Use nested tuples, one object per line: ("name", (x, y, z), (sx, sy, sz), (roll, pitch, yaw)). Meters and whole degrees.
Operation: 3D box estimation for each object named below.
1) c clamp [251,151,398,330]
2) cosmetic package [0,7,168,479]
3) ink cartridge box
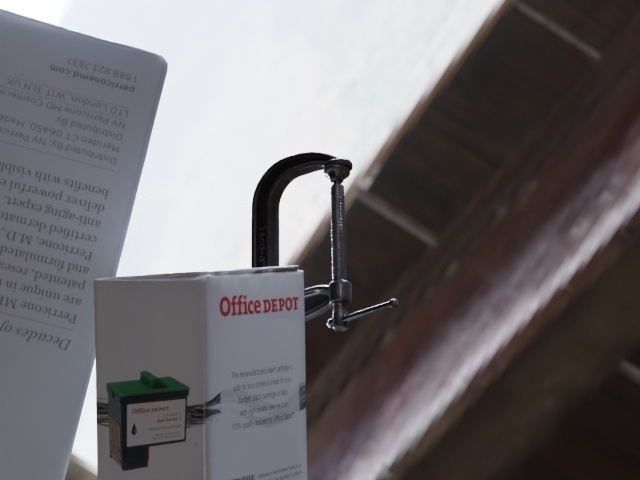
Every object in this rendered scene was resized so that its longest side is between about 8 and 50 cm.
("c clamp", (0.000, 0.000, 1.445), (0.137, 0.022, 0.161), (-24, 59, 34))
("cosmetic package", (-0.255, 0.077, 1.419), (0.230, 0.161, 0.453), (158, 126, -76))
("ink cartridge box", (-0.080, 0.128, 1.325), (0.160, 0.092, 0.219), (0, -92, -66))
